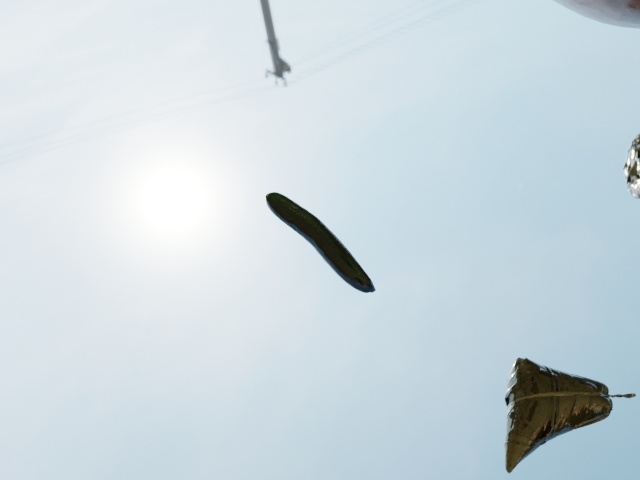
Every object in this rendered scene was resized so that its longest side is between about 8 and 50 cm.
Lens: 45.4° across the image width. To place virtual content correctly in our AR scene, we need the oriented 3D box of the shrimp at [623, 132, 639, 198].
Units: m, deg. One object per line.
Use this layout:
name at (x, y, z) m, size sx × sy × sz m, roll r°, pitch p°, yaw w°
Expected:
shrimp at (0.448, -0.092, 1.039) m, size 0.043 × 0.091 × 0.184 m, roll 11°, pitch -158°, yaw 4°

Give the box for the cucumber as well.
cucumber at (0.000, 0.000, 1.470) m, size 0.284 × 0.056 × 0.056 m, roll 43°, pitch -125°, yaw 12°

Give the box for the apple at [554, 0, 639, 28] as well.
apple at (0.276, -0.360, 0.603) m, size 0.392 × 0.346 × 0.391 m, roll 0°, pitch -113°, yaw -1°

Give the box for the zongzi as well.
zongzi at (0.357, 0.276, 1.114) m, size 0.189 × 0.081 × 0.178 m, roll 17°, pitch -125°, yaw -4°
